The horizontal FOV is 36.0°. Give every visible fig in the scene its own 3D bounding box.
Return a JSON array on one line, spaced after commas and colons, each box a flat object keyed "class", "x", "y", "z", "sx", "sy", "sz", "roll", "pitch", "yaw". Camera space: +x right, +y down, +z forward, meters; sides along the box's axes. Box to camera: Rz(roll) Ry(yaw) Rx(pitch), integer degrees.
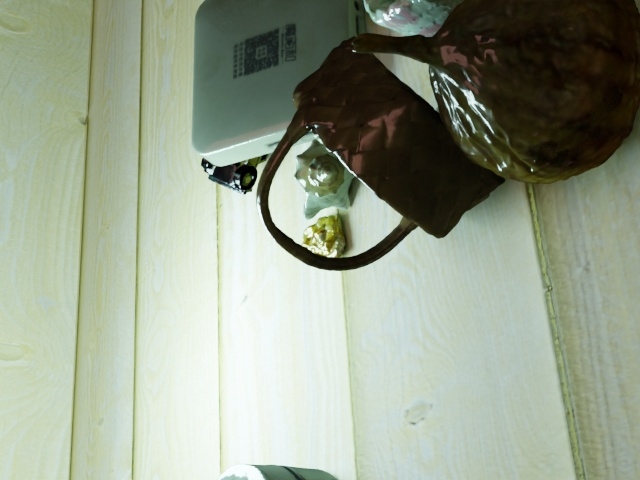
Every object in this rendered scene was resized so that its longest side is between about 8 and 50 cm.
[{"class": "fig", "x": 0.208, "y": -0.209, "z": 1.218, "sx": 0.286, "sy": 0.368, "sz": 0.286, "roll": 1, "pitch": 91, "yaw": 62}]

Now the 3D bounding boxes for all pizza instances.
[{"class": "pizza", "x": -0.001, "y": 0.000, "z": 1.824, "sx": 0.160, "sy": 0.035, "sz": 0.099, "roll": 1, "pitch": 80, "yaw": 60}]

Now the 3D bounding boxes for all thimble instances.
[{"class": "thimble", "x": 0.175, "y": -0.407, "z": 1.553, "sx": 0.185, "sy": 0.149, "sz": 0.211, "roll": -64, "pitch": 33, "yaw": 20}]

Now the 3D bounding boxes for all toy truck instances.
[{"class": "toy truck", "x": -0.153, "y": -0.232, "z": 2.073, "sx": 0.127, "sy": 0.127, "sz": 0.257, "roll": 24, "pitch": 103, "yaw": 28}]

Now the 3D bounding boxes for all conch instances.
[{"class": "conch", "x": 0.012, "y": -0.103, "z": 1.784, "sx": 0.234, "sy": 0.114, "sz": 0.137, "roll": 80, "pitch": -158, "yaw": -71}]

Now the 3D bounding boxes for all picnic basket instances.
[{"class": "picnic basket", "x": 0.052, "y": -0.094, "z": 1.478, "sx": 0.337, "sy": 0.293, "sz": 0.337, "roll": -31, "pitch": 40, "yaw": 31}]

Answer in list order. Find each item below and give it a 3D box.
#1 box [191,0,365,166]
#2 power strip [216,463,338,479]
[{"class": "box", "x": -0.081, "y": -0.350, "z": 1.911, "sx": 0.373, "sy": 0.090, "sz": 0.367, "roll": -12, "pitch": 67, "yaw": 28}, {"class": "power strip", "x": -0.075, "y": 0.534, "z": 1.636, "sx": 0.357, "sy": 0.161, "sz": 0.358, "roll": -29, "pitch": 55, "yaw": 53}]
